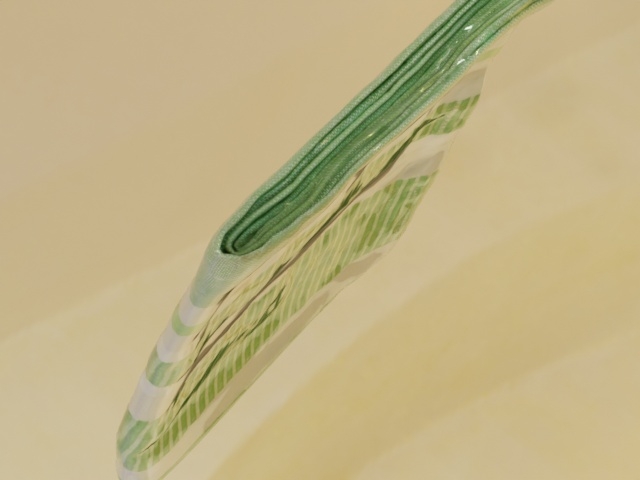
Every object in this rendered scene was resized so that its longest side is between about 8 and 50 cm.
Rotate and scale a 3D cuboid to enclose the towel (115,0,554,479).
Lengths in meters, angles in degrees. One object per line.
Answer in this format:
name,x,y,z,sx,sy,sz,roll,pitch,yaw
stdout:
towel,0.000,0.000,0.872,0.248,0.038,0.325,-44,-6,-28
